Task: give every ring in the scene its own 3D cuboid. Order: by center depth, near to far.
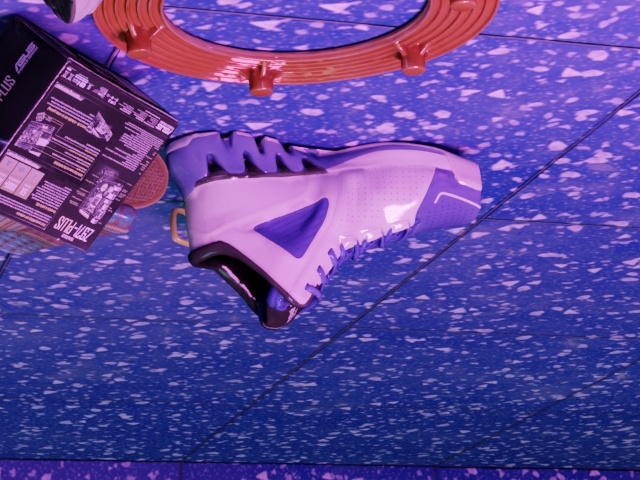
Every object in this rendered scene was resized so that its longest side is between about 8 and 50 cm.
[{"bbox_3d":[-0.020,-0.184,1.573,0.337,0.032,0.336,-3,163,-1],"label":"ring"}]

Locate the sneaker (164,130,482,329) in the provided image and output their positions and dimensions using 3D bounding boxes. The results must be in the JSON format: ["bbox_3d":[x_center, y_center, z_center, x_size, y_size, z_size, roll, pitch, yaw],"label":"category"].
[{"bbox_3d":[-0.001,0.000,1.922,0.316,0.182,0.127,3,164,-15],"label":"sneaker"}]

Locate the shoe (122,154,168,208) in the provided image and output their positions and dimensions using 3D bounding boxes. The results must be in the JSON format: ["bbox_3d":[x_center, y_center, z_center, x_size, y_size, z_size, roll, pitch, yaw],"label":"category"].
[{"bbox_3d":[-0.244,-0.082,1.834,0.219,0.076,0.058,15,-175,-36],"label":"shoe"}]

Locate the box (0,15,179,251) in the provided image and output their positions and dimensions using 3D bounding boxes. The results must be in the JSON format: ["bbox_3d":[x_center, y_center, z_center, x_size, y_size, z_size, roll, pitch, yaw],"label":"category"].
[{"bbox_3d":[-0.230,-0.088,1.646,0.077,0.147,0.180,39,-174,30],"label":"box"}]

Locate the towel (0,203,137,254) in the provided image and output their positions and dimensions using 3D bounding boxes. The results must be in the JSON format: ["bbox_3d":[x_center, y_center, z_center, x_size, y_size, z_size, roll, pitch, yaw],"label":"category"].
[{"bbox_3d":[-0.394,-0.047,1.817,0.370,0.040,0.271,15,168,-28],"label":"towel"}]

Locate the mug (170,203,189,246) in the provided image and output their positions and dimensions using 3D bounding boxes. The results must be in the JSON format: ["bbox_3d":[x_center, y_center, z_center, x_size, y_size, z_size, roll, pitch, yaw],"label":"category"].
[{"bbox_3d":[-0.125,-0.008,2.083,0.078,0.064,0.062,0,164,-6],"label":"mug"}]

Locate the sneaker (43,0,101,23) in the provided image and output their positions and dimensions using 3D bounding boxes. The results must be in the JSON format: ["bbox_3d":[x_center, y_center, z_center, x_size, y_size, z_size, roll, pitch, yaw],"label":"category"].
[{"bbox_3d":[-0.135,-0.266,1.212,0.122,0.110,0.283,-32,160,-24],"label":"sneaker"}]
